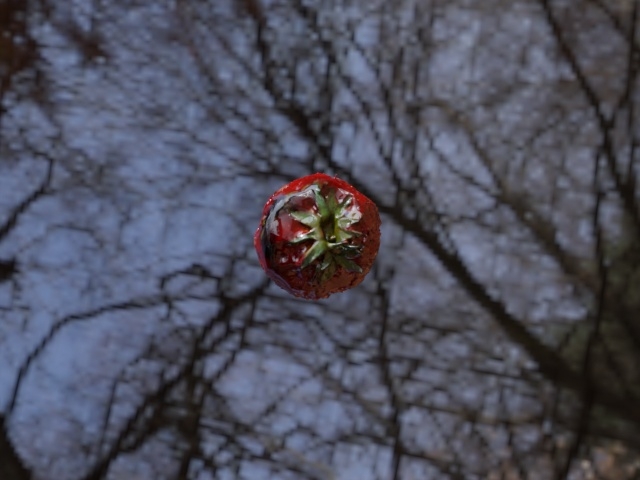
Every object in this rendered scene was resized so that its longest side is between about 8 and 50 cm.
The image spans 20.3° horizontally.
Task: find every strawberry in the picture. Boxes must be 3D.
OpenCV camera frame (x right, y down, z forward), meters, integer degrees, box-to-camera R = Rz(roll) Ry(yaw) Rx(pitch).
[{"bbox_3d":[0.000,-0.001,1.378,0.106,0.106,0.106,-21,-65,-56],"label":"strawberry"}]
